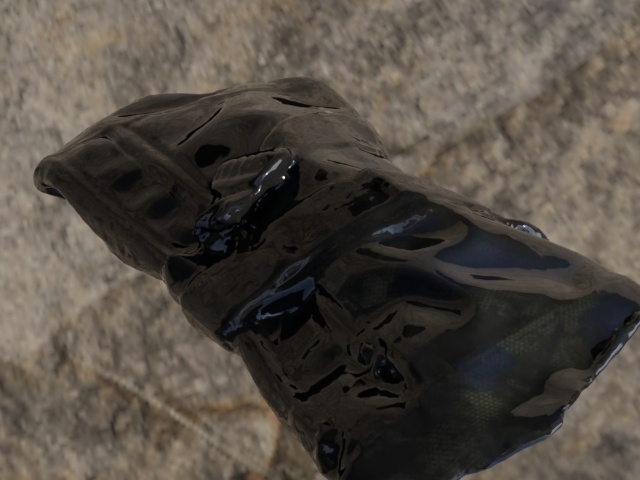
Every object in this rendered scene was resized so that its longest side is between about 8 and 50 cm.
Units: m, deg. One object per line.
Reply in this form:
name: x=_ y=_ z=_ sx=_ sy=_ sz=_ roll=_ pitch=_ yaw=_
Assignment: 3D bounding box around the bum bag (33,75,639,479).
bum bag: x=0.000 y=0.000 z=0.657 sx=0.137 sy=0.310 sz=0.074 roll=-22 pitch=126 yaw=-23
